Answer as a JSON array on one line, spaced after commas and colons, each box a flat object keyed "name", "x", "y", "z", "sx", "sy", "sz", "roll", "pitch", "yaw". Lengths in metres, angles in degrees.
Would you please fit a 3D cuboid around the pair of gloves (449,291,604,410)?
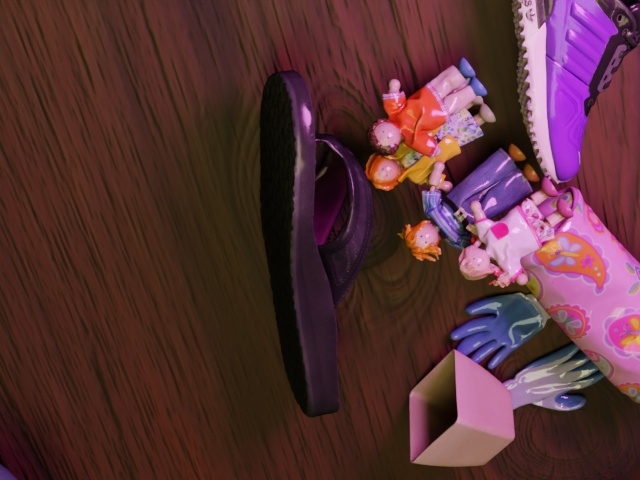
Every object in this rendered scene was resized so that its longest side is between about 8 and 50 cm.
[{"name": "pair of gloves", "x": 0.262, "y": 0.143, "z": 1.510, "sx": 0.159, "sy": 0.023, "sz": 0.198, "roll": -26, "pitch": 112, "yaw": 14}]

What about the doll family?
[{"name": "doll family", "x": 0.146, "y": -0.063, "z": 1.346, "sx": 0.163, "sy": 0.118, "sz": 0.263, "roll": -36, "pitch": 91, "yaw": -1}]

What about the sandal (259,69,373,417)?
[{"name": "sandal", "x": -0.001, "y": 0.000, "z": 1.389, "sx": 0.107, "sy": 0.167, "sz": 0.446, "roll": -13, "pitch": 125, "yaw": -13}]

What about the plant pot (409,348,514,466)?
[{"name": "plant pot", "x": 0.178, "y": 0.219, "z": 1.497, "sx": 0.096, "sy": 0.109, "sz": 0.109, "roll": 22, "pitch": 133, "yaw": -19}]

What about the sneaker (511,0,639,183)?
[{"name": "sneaker", "x": 0.284, "y": -0.200, "z": 1.292, "sx": 0.146, "sy": 0.102, "sz": 0.293, "roll": -8, "pitch": 116, "yaw": 5}]

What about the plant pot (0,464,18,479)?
[{"name": "plant pot", "x": -0.479, "y": 0.385, "z": 1.560, "sx": 0.290, "sy": 0.195, "sz": 0.290, "roll": 1, "pitch": 117, "yaw": 1}]

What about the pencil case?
[{"name": "pencil case", "x": 0.335, "y": 0.069, "z": 1.417, "sx": 0.124, "sy": 0.124, "sz": 0.284, "roll": -39, "pitch": 109, "yaw": 19}]
